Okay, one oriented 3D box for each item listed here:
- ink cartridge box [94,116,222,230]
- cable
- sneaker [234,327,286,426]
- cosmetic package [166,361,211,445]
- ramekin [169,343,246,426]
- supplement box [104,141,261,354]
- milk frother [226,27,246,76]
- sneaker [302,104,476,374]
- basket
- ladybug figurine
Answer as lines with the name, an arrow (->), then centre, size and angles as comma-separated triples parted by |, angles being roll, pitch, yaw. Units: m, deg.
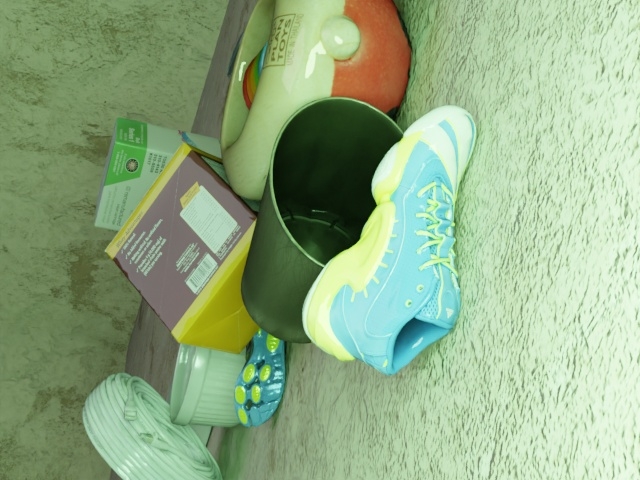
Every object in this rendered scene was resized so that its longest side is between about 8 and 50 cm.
ink cartridge box -> -0.297, -0.111, 2.196 | 0.117, 0.278, 0.201 | -104, 30, -57
cable -> -0.257, 0.318, 1.690 | 0.089, 0.257, 0.257 | -43, 27, -1
sneaker -> -0.074, 0.163, 1.489 | 0.078, 0.067, 0.188 | 73, -157, -72
cosmetic package -> -0.219, 0.247, 1.947 | 0.117, 0.085, 0.231 | -103, 30, -64
ramekin -> -0.157, 0.191, 1.681 | 0.207, 0.109, 0.207 | -167, 90, -76
supplement box -> -0.145, 0.012, 1.442 | 0.191, 0.129, 0.194 | -52, 56, 12
milk frother -> -0.055, -0.248, 1.597 | 0.143, 0.135, 0.129 | -39, 35, 58
sneaker -> 0.089, 0.009, 0.916 | 0.126, 0.091, 0.240 | 34, 97, 37
basket -> 0.000, 0.000, 1.120 | 0.227, 0.154, 0.204 | 116, 159, -56
ladybug figurine -> -0.008, -0.187, 1.288 | 0.449, 0.162, 0.305 | -174, 97, -78
